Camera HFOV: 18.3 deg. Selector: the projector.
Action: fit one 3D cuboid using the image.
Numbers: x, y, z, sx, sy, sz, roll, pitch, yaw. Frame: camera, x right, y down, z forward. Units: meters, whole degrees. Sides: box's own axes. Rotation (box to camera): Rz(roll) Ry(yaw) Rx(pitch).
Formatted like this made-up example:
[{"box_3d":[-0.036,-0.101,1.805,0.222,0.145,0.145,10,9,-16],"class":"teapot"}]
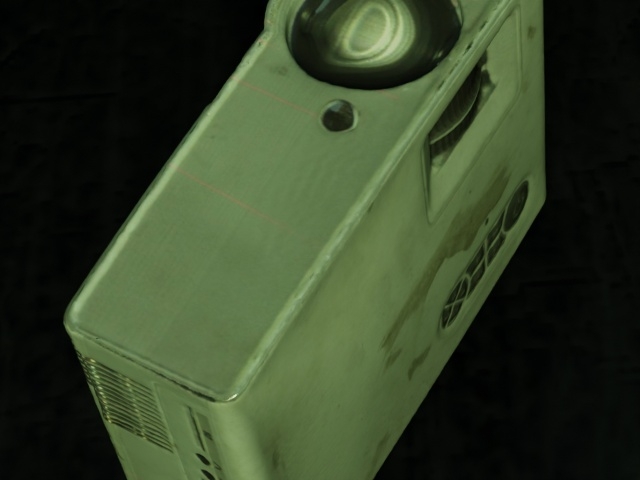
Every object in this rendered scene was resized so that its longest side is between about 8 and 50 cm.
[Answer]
[{"box_3d":[0.000,0.000,0.510,0.061,0.115,0.147,25,63,19],"class":"projector"}]
